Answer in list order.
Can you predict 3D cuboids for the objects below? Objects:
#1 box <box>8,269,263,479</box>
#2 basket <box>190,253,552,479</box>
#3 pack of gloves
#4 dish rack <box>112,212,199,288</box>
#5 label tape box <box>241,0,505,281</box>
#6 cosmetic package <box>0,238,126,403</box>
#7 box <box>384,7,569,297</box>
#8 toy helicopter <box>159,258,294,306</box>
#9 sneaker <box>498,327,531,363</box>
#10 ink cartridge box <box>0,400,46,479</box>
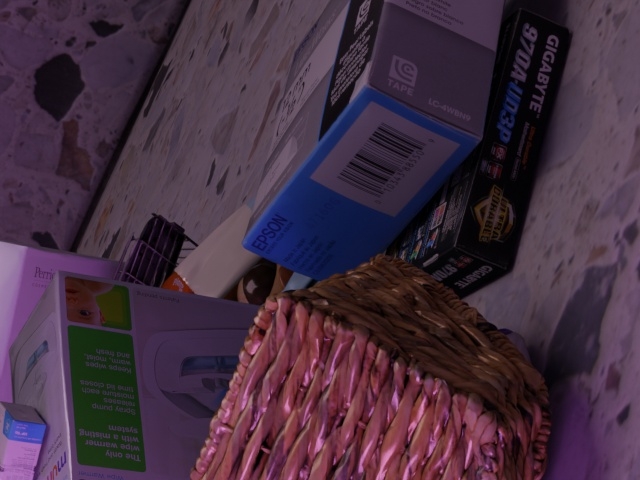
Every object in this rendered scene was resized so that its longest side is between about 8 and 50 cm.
[{"bbox_3d":[-0.107,0.170,1.566,0.127,0.262,0.231,-55,33,41],"label":"box"},{"bbox_3d":[0.036,0.185,1.309,0.299,0.213,0.223,-66,-16,14],"label":"basket"},{"bbox_3d":[0.000,0.000,1.765,0.232,0.046,0.195,-44,40,-3],"label":"pack of gloves"},{"bbox_3d":[-0.161,0.098,2.054,0.074,0.271,0.208,6,70,30],"label":"dish rack"},{"bbox_3d":[0.058,-0.167,1.654,0.249,0.115,0.347,129,158,-50],"label":"label tape box"},{"bbox_3d":[-0.263,0.155,2.058,0.377,0.097,0.284,13,-93,-62],"label":"cosmetic package"},{"bbox_3d":[0.122,-0.060,1.591,0.175,0.051,0.220,142,148,-64],"label":"box"},{"bbox_3d":[-0.025,0.086,1.837,0.235,0.140,0.355,-55,28,15],"label":"toy helicopter"},{"bbox_3d":[0.100,0.136,1.395,0.170,0.068,0.071,-54,3,18],"label":"sneaker"},{"bbox_3d":[-0.240,0.172,1.502,0.048,0.028,0.083,31,108,64],"label":"ink cartridge box"}]
